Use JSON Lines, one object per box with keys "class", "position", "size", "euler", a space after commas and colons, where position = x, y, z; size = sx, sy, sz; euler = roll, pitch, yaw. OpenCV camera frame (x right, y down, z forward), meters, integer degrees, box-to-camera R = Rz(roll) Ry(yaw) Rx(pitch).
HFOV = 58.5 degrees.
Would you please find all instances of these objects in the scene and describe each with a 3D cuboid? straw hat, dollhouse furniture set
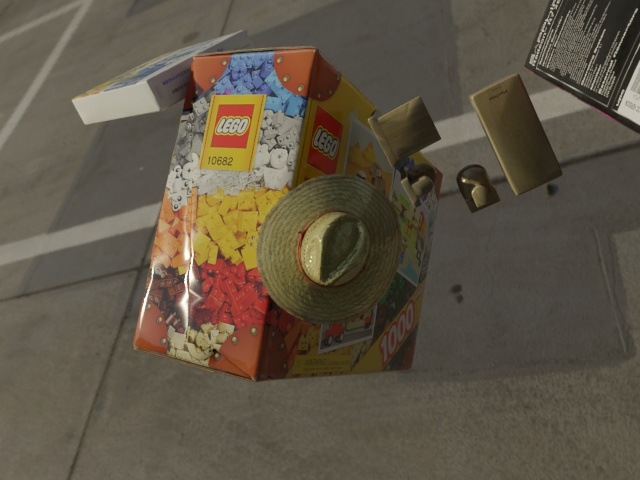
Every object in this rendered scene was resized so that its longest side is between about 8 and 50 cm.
{"class": "straw hat", "position": [0.013, 0.007, 0.505], "size": [0.144, 0.144, 0.061], "euler": [-42, 6, -6]}
{"class": "dollhouse furniture set", "position": [0.156, -0.112, 0.643], "size": [0.151, 0.144, 0.123], "euler": [-26, 11, 14]}

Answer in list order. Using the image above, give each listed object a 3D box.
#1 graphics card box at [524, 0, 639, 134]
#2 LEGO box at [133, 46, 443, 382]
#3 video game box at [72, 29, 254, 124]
{"class": "graphics card box", "position": [0.305, -0.103, 0.388], "size": [0.233, 0.094, 0.371], "euler": [15, 24, -3]}
{"class": "LEGO box", "position": [0.000, 0.000, 0.861], "size": [0.193, 0.500, 0.372], "euler": [7, 84, 29]}
{"class": "video game box", "position": [-0.222, -0.230, 0.810], "size": [0.205, 0.048, 0.187], "euler": [4, 34, 42]}
